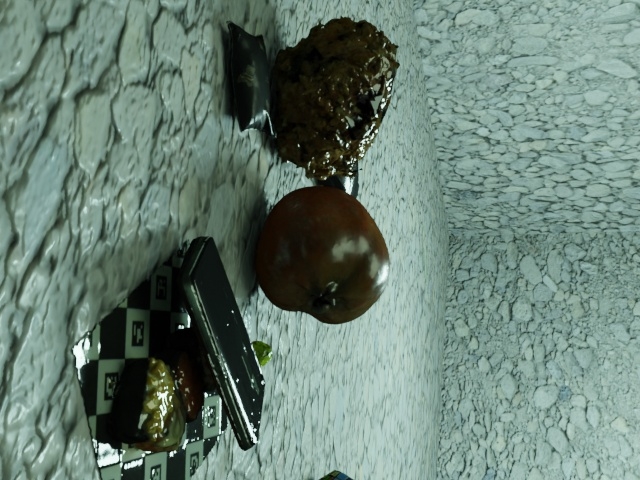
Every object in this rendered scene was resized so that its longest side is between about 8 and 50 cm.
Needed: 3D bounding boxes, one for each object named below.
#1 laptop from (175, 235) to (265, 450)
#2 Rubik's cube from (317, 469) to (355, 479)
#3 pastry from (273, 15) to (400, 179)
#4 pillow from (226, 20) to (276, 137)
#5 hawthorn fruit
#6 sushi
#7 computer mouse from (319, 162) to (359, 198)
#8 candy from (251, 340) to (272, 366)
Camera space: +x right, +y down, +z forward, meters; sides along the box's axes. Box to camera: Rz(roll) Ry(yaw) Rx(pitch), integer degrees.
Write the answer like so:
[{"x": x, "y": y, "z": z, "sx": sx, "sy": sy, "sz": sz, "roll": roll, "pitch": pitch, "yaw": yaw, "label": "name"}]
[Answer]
[{"x": -0.104, "y": 0.108, "z": 0.875, "sx": 0.154, "sy": 0.026, "sz": 0.207, "roll": -96, "pitch": 168, "yaw": -73, "label": "laptop"}, {"x": 0.031, "y": 0.456, "z": 1.385, "sx": 0.093, "sy": 0.111, "sz": 0.111, "roll": -60, "pitch": 154, "yaw": -17, "label": "Rubik's cube"}, {"x": 0.012, "y": -0.229, "z": 1.271, "sx": 0.275, "sy": 0.193, "sz": 0.274, "roll": 20, "pitch": 90, "yaw": -89, "label": "pastry"}, {"x": -0.095, "y": -0.216, "z": 1.081, "sx": 0.090, "sy": 0.048, "sz": 0.150, "roll": -9, "pitch": 93, "yaw": -83, "label": "pillow"}, {"x": 0.000, "y": 0.000, "z": 1.171, "sx": 0.251, "sy": 0.200, "sz": 0.199, "roll": -96, "pitch": 172, "yaw": -47, "label": "hawthorn fruit"}, {"x": -0.145, "y": 0.160, "z": 0.849, "sx": 0.290, "sy": 0.050, "sz": 0.263, "roll": -54, "pitch": 140, "yaw": -67, "label": "sushi"}, {"x": 0.036, "y": -0.138, "z": 1.514, "sx": 0.217, "sy": 0.074, "sz": 0.121, "roll": 72, "pitch": 22, "yaw": -50, "label": "computer mouse"}, {"x": -0.098, "y": 0.186, "z": 1.064, "sx": 0.035, "sy": 0.035, "sz": 0.122, "roll": -49, "pitch": -166, "yaw": 48, "label": "candy"}]
